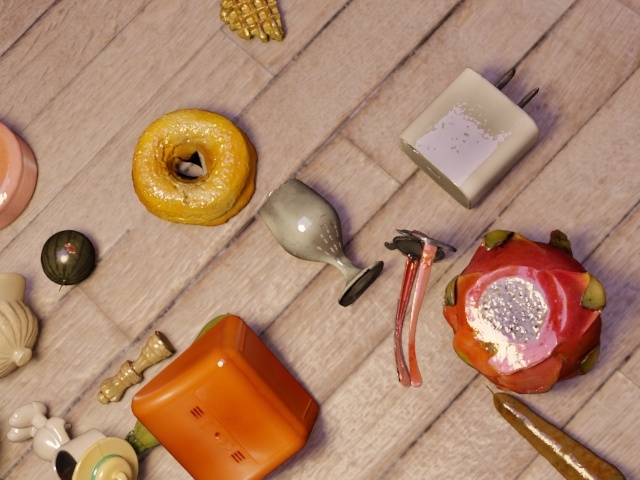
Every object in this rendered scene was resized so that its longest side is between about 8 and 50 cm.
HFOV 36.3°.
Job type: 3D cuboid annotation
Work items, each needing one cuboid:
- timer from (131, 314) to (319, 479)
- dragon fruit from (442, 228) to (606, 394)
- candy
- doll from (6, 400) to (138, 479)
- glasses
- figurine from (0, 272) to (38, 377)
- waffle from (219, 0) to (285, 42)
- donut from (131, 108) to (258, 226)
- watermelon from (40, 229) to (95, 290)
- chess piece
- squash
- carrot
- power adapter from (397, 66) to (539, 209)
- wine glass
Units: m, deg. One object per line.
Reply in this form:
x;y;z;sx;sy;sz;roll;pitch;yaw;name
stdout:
-0.173;0.313;1.726;0.250;0.161;0.257;-38;100;13;timer
0.347;0.120;1.680;0.290;0.189;0.291;-3;75;10;dragon fruit
-0.710;-0.126;1.996;0.255;0.094;0.255;-3;75;10;candy
-0.459;0.388;1.772;0.271;0.144;0.208;47;133;16;doll
0.147;0.114;1.701;0.118;0.234;0.268;15;82;-2;glasses
-0.702;0.170;1.896;0.332;0.185;0.205;-5;108;28;figurine
-0.131;-0.500;2.007;0.160;0.046;0.192;12;79;16;waffle
-0.248;-0.146;1.911;0.253;0.118;0.254;1;76;-4;donut
-0.495;0.044;1.902;0.105;0.105;0.133;-3;55;10;watermelon
-0.357;0.248;1.855;0.172;0.060;0.060;-41;72;1;chess piece
-0.254;0.282;1.809;0.094;0.094;0.341;35;84;17;squash
0.395;0.343;1.679;0.298;0.078;0.078;40;86;20;carrot
0.295;-0.211;1.811;0.255;0.124;0.187;-45;74;-3;power adapter
0.000;0.000;1.813;0.126;0.126;0.241;-43;75;-2;wine glass
